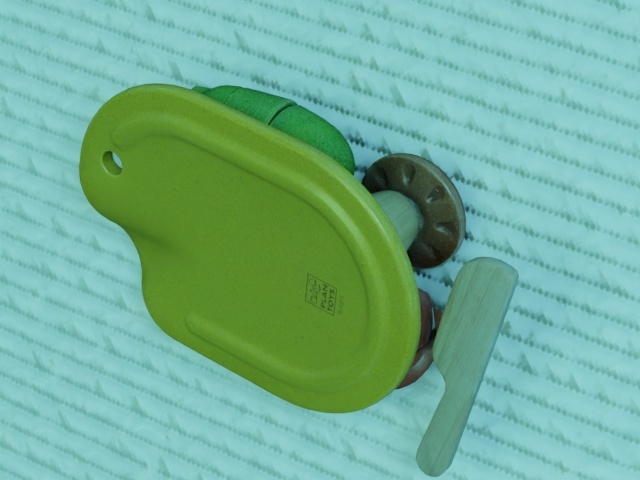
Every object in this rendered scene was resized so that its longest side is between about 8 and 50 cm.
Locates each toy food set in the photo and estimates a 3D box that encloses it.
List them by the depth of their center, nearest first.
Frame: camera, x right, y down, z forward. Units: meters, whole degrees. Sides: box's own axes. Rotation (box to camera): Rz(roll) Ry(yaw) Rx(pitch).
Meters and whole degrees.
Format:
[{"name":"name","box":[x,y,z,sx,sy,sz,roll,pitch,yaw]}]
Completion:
[{"name":"toy food set","box":[0.000,0.000,0.840,0.218,0.071,0.128,28,131,26]}]
